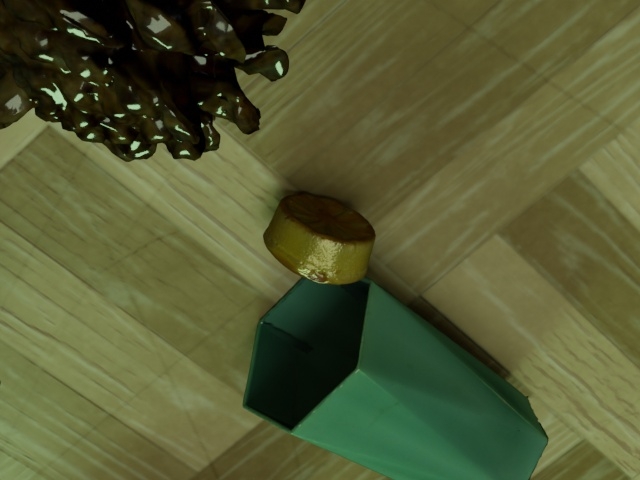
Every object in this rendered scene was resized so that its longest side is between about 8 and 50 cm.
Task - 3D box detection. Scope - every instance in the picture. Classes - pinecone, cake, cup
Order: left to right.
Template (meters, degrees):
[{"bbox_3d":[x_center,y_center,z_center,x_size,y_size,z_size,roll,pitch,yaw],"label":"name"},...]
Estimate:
[{"bbox_3d":[-0.115,-0.173,0.894,0.243,0.243,0.257,16,99,-24],"label":"pinecone"},{"bbox_3d":[0.000,0.000,1.139,0.084,0.084,0.044,12,117,-22],"label":"cake"},{"bbox_3d":[0.066,0.132,1.229,0.235,0.148,0.134,34,85,-35],"label":"cup"}]
